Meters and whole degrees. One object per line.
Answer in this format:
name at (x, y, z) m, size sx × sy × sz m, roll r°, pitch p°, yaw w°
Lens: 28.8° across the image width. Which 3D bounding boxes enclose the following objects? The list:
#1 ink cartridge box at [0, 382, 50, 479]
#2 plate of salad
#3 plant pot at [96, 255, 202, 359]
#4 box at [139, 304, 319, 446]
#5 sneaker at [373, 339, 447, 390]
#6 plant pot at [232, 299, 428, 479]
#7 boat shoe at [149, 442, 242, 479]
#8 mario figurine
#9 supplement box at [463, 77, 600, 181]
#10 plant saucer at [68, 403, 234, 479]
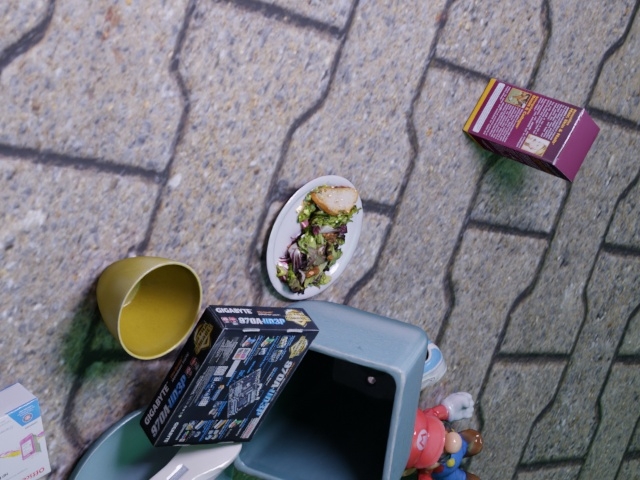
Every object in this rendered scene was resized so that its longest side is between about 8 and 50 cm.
ink cartridge box at (-0.395, 0.255, 1.565) m, size 0.088 × 0.052 × 0.122 m, roll -28°, pitch 131°, yaw -36°
plate of salad at (0.000, 0.000, 1.865) m, size 0.200 × 0.048 × 0.199 m, roll -26°, pitch 129°, yaw -38°
plant pot at (-0.234, 0.073, 1.608) m, size 0.134 × 0.095 × 0.134 m, roll -26°, pitch 129°, yaw -37°
box at (-0.124, 0.187, 1.701) m, size 0.175 × 0.051 × 0.220 m, roll 5°, pitch 125°, yaw -44°
sneaker at (0.113, 0.256, 2.120) m, size 0.237 × 0.085 × 0.086 m, roll -39°, pitch 106°, yaw -20°
plant pot at (0.038, 0.222, 1.889) m, size 0.252 × 0.247 × 0.247 m, roll -39°, pitch 140°, yaw -60°
boat shoe at (-0.185, 0.339, 1.775) m, size 0.184 × 0.066 × 0.063 m, roll -44°, pitch 159°, yaw -32°
mario figurine at (0.226, 0.376, 2.211) m, size 0.170 × 0.198 × 0.320 m, roll -40°, pitch 148°, yaw 10°
supplement box at (0.343, -0.181, 2.033) m, size 0.081 × 0.188 × 0.104 m, roll 34°, pitch 84°, yaw -51°
plant saucer at (-0.255, 0.364, 1.789) m, size 0.318 × 0.044 × 0.317 m, roll -25°, pitch 127°, yaw -37°
